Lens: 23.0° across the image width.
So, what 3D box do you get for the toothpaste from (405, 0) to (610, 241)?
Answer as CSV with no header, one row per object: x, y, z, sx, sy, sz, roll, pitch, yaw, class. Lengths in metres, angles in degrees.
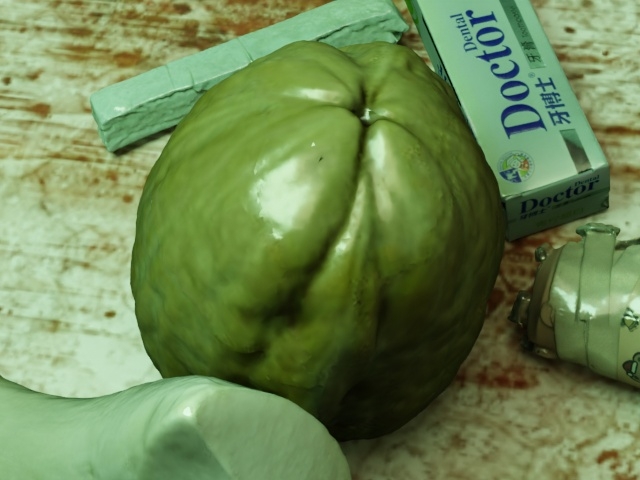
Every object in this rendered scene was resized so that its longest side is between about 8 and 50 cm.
0.117,-0.160,1.166,0.081,0.067,0.336,-19,59,-1,toothpaste

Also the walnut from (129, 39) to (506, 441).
0.000,0.000,0.968,0.227,0.283,0.283,17,62,-3,walnut

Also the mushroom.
-0.154,0.135,0.948,0.397,0.177,0.126,1,35,43,mushroom

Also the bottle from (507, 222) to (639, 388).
0.199,0.045,1.020,0.152,0.099,0.099,17,63,20,bottle

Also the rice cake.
-0.054,-0.130,1.180,0.245,0.042,0.045,-21,44,-4,rice cake
